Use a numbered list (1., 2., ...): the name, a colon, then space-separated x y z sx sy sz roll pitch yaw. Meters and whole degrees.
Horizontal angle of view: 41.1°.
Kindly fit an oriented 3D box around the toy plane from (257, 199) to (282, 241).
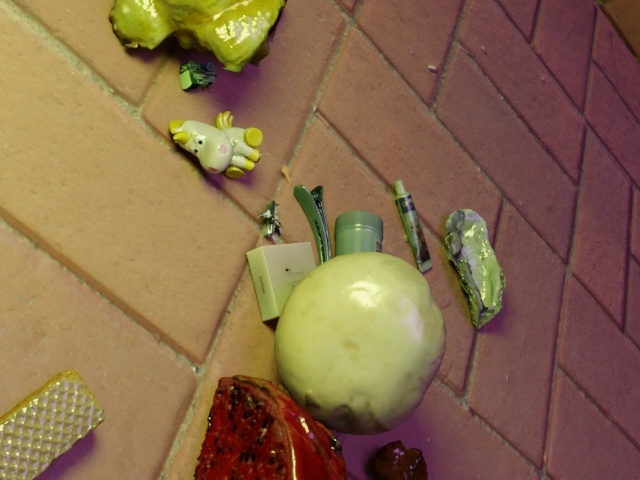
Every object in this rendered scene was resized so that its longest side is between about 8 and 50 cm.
1. toy plane: -0.092 -0.041 1.620 0.078 0.031 0.083 43 46 -48

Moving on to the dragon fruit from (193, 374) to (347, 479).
1. dragon fruit: -0.075 0.380 1.380 0.330 0.240 0.302 59 7 -43

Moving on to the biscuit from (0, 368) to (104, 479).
1. biscuit: -0.430 0.296 1.077 0.378 0.054 0.094 -39 102 -49

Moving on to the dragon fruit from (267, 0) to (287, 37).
1. dragon fruit: -0.146 -0.493 1.739 0.161 0.120 0.127 31 91 -4

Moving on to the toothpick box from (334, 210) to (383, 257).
1. toothpick box: 0.075 0.030 1.717 0.101 0.101 0.153 26 57 -38

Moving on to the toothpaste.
1. toothpaste: 0.209 -0.035 1.945 0.062 0.037 0.216 -21 94 -51

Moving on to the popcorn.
1. popcorn: -0.180 -0.447 1.506 0.321 0.290 0.326 7 44 -35

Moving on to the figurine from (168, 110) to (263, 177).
1. figurine: -0.193 -0.174 1.537 0.178 0.109 0.129 -12 56 -49

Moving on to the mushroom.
1. mushroom: 0.073 0.183 1.523 0.336 0.314 0.314 68 10 -77

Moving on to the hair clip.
1. hair clip: 0.000 0.000 1.697 0.070 0.039 0.229 -2 76 -49

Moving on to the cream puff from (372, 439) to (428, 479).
1. cream puff: 0.149 0.441 1.625 0.116 0.094 0.122 -65 144 -37

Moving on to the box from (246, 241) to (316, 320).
1. box: -0.063 0.075 1.582 0.129 0.051 0.130 -5 77 -49

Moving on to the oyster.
1. oyster: 0.372 0.053 2.043 0.252 0.087 0.199 53 51 -6

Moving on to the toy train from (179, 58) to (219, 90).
1. toy train: -0.226 -0.307 1.591 0.083 0.033 0.053 -9 85 -49
